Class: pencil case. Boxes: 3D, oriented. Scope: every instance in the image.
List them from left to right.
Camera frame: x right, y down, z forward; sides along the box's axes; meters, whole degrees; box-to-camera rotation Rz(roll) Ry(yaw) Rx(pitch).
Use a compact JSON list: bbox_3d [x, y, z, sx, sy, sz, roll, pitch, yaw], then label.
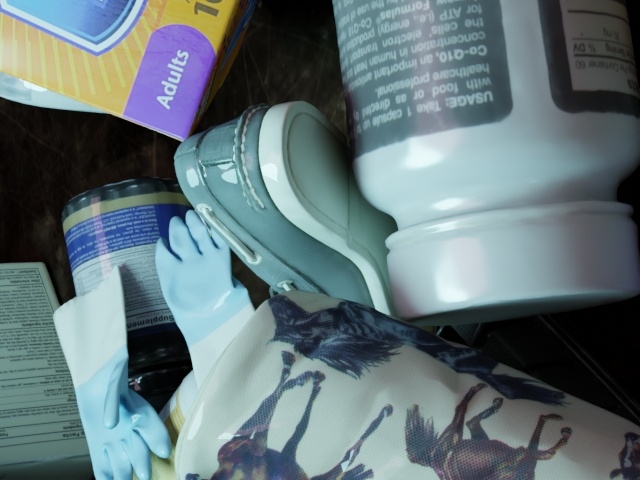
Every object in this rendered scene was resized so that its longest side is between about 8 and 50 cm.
[{"bbox_3d":[0.106,0.175,1.254,0.410,0.160,0.183,24,113,14],"label":"pencil case"}]

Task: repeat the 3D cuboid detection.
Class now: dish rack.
[{"bbox_3d":[0.113,0.191,1.430,0.208,0.074,0.271,49,120,40],"label":"dish rack"}]

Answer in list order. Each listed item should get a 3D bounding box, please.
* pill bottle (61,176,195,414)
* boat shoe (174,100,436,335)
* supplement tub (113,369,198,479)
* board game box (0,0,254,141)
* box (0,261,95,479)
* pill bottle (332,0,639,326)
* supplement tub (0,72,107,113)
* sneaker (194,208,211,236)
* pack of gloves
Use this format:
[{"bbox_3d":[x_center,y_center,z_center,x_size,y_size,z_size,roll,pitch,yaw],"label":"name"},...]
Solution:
[{"bbox_3d":[-0.157,0.062,1.747,0.123,0.123,0.219,-28,71,48],"label":"pill bottle"},{"bbox_3d":[0.000,0.000,1.413,0.099,0.319,0.116,-8,61,23],"label":"boat shoe"},{"bbox_3d":[-0.082,0.192,1.625,0.199,0.144,0.144,-53,51,21],"label":"supplement tub"},{"bbox_3d":[-0.182,-0.334,1.440,0.356,0.357,0.356,-78,9,-72],"label":"board game box"},{"bbox_3d":[-0.329,0.151,1.945,0.127,0.149,0.232,-48,55,42],"label":"box"},{"bbox_3d":[0.113,-0.130,1.337,0.204,0.204,0.361,-15,79,51],"label":"pill bottle"},{"bbox_3d":[-0.210,-0.285,1.745,0.193,0.194,0.316,25,112,48],"label":"supplement tub"},{"bbox_3d":[-0.098,-0.046,1.749,0.035,0.031,0.083,-23,77,35],"label":"sneaker"},{"bbox_3d":[-0.141,0.081,1.594,0.195,0.046,0.232,-39,45,17],"label":"pack of gloves"}]
